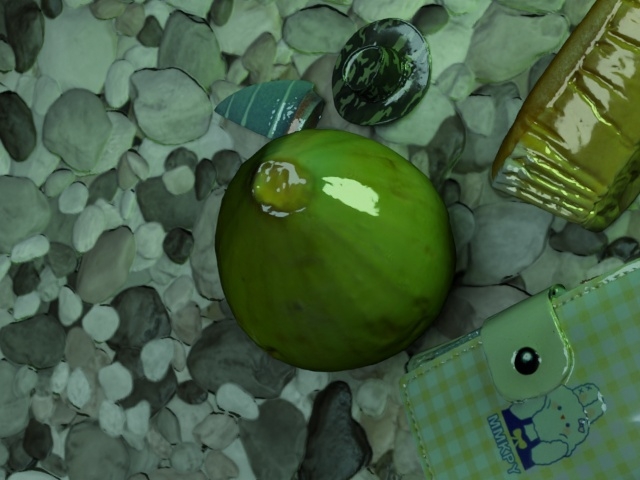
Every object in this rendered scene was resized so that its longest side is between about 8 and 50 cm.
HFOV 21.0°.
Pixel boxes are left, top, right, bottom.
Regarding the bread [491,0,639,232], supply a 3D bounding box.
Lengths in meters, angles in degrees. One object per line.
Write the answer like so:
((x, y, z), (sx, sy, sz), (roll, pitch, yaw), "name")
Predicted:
((0.283, -0.145, 1.607), (0.119, 0.152, 0.288), (36, 101, 18), "bread")

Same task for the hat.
((0.055, -0.176, 1.774), (0.121, 0.050, 0.121), (-4, 80, 24), "hat")

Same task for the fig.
((0.000, 0.000, 1.661), (0.239, 0.271, 0.239), (-13, 59, 22), "fig")

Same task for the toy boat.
((-0.061, -0.139, 1.836), (0.122, 0.034, 0.096), (27, 91, 27), "toy boat")

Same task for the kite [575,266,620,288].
((0.403, 0.115, 1.598), (0.377, 0.013, 0.328), (29, 97, 26), "kite")

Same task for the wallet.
((0.230, 0.159, 1.639), (0.309, 0.077, 0.223), (-26, 76, 26), "wallet")
